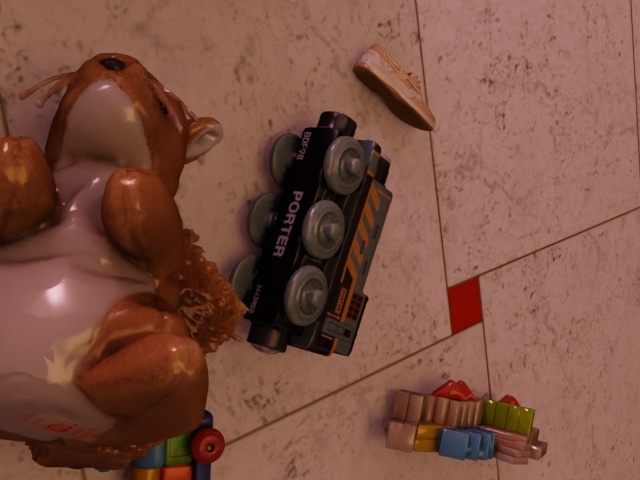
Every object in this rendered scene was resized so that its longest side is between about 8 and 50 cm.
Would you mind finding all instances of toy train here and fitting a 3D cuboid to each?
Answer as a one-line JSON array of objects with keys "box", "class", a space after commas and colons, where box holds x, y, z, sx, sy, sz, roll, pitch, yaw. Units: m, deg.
[{"box": [0.000, 0.000, 1.039, 0.190, 0.142, 0.333, 31, 72, -50], "class": "toy train"}, {"box": [-0.202, 0.326, 0.918, 0.144, 0.105, 0.247, 2, 93, -30], "class": "toy train"}]

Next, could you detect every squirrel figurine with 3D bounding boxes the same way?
[{"box": [-0.220, 0.021, 0.786, 0.397, 0.281, 0.370, 87, 4, -58], "class": "squirrel figurine"}]

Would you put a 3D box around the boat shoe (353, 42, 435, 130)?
[{"box": [0.124, -0.229, 1.158, 0.170, 0.063, 0.059, 38, 76, -35], "class": "boat shoe"}]

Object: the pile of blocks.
[{"box": [0.258, 0.291, 1.264, 0.362, 0.149, 0.112, 12, 86, -40], "class": "pile of blocks"}]
